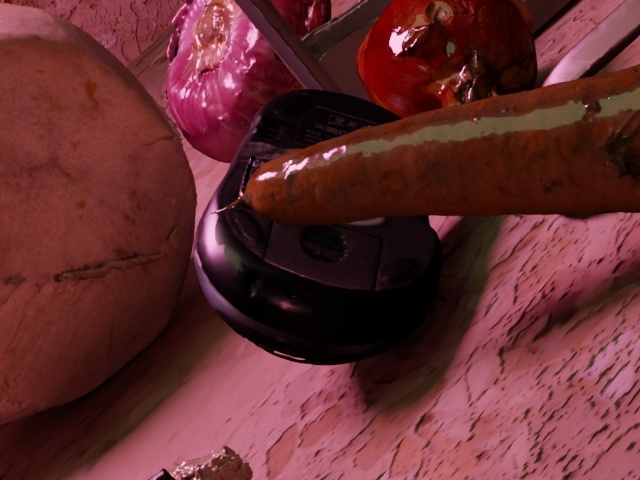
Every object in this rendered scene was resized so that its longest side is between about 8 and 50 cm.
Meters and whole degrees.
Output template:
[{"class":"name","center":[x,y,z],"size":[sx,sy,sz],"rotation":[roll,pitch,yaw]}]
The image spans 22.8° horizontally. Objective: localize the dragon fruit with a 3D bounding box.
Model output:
[{"class":"dragon fruit","center":[0.093,-0.103,1.054],"size":[0.125,0.125,0.246],"rotation":[-27,25,10]}]

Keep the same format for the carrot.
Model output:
[{"class":"carrot","center":[0.070,-0.036,0.788],"size":[0.298,0.078,0.078],"rotation":[-8,28,24]}]

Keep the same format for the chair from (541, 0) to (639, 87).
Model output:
[{"class":"chair","center":[0.202,-0.188,0.876],"size":[0.326,0.183,0.175],"rotation":[-37,14,9]}]

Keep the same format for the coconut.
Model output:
[{"class":"coconut","center":[-0.290,-0.012,1.290],"size":[0.360,0.346,0.346],"rotation":[-18,26,52]}]

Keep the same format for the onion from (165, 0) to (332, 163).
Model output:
[{"class":"onion","center":[-0.054,-0.182,1.591],"size":[0.230,0.163,0.230],"rotation":[-28,51,41]}]

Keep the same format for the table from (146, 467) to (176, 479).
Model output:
[{"class":"table","center":[-0.087,0.174,0.754],"size":[0.083,0.070,0.082],"rotation":[-35,19,15]}]

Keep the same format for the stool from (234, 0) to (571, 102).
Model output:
[{"class":"stool","center":[0.044,-0.250,1.278],"size":[0.244,0.269,0.170],"rotation":[-40,14,-1]}]

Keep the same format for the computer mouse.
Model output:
[{"class":"computer mouse","center":[0.000,0.000,0.935],"size":[0.233,0.137,0.096],"rotation":[-71,4,-57]}]

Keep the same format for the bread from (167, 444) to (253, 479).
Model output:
[{"class":"bread","center":[-0.080,0.152,0.866],"size":[0.070,0.035,0.083],"rotation":[-23,25,52]}]
